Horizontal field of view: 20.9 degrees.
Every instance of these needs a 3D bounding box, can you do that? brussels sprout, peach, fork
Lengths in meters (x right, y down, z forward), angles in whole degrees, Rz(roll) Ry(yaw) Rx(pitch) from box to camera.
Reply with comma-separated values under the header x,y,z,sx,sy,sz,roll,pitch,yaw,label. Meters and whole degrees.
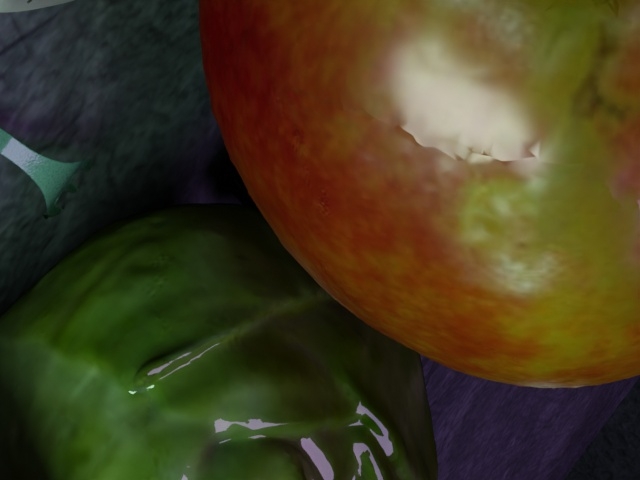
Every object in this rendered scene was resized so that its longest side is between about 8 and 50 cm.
x,y,z,sx,sy,sz,roll,pitch,yaw,label
-0.069,0.135,0.950,0.328,0.247,0.328,-15,114,-36,brussels sprout
0.122,-0.109,0.859,0.388,0.388,0.388,-47,159,-24,peach
-0.153,-0.046,0.814,0.039,0.021,0.235,-58,161,-3,fork

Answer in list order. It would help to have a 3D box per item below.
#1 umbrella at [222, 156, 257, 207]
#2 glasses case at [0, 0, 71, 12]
x,y,z,sx,sy,sz,roll,pitch,yaw,label
0.000,0.000,1.142,0.059,0.066,0.236,-50,153,-8,umbrella
-0.120,-0.121,0.769,0.083,0.021,0.032,-26,143,-55,glasses case
